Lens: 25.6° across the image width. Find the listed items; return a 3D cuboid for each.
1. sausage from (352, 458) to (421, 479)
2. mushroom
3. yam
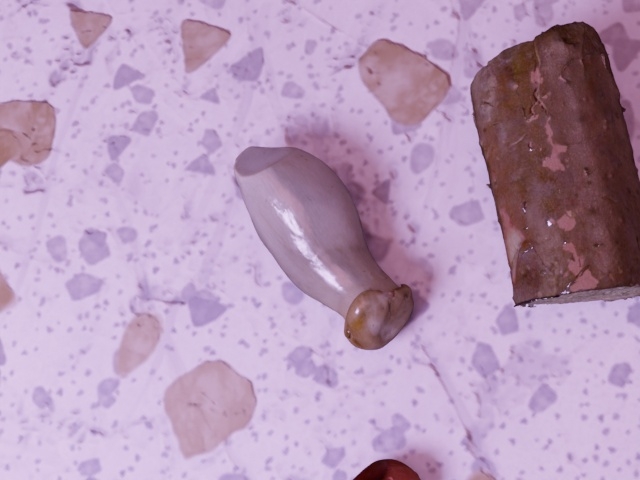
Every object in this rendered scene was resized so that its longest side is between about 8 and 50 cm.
[{"bbox_3d":[0.046,0.227,1.186,0.094,0.059,0.054,-43,110,-4],"label":"sausage"},{"bbox_3d":[0.001,-0.001,1.227,0.088,0.097,0.212,-32,74,-10],"label":"mushroom"},{"bbox_3d":[0.204,-0.056,1.191,0.128,0.129,0.238,-12,76,5],"label":"yam"}]
